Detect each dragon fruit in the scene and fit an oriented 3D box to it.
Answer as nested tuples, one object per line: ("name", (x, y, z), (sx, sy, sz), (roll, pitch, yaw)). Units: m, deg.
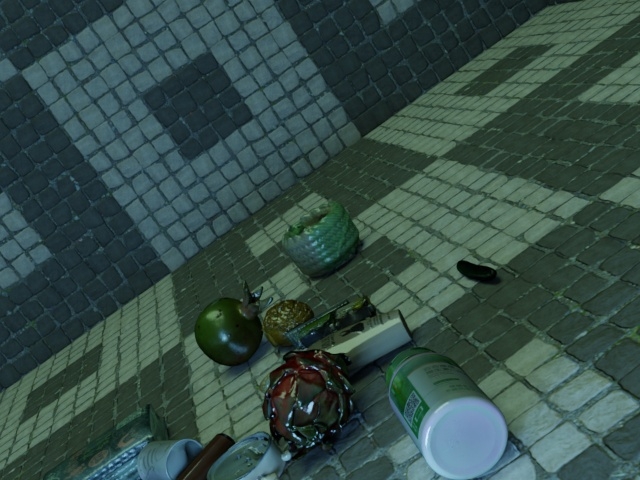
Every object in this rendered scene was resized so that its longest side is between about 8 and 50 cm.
("dragon fruit", (-0.021, 0.294, 1.644), (0.182, 0.182, 0.188), (-32, 14, 11))

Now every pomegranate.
("pomegranate", (-0.215, 0.210, 2.247), (0.224, 0.182, 0.181), (-50, 9, 23))

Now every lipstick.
("lipstick", (-0.292, 0.518, 1.735), (0.057, 0.057, 0.357), (-16, 22, 49))

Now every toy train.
("toy train", (0.039, 0.192, 2.033), (0.202, 0.060, 0.081), (-29, 10, 14))

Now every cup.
("cup", (-0.322, 0.478, 1.842), (0.133, 0.099, 0.136), (-15, 23, 49))

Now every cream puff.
("cream puff", (-0.081, 0.199, 2.179), (0.126, 0.103, 0.144), (-42, 23, -30))

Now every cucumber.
("cucumber", (0.327, 0.065, 1.869), (0.036, 0.033, 0.184), (-61, 18, -2))

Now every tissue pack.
("tissue pack", (-0.505, 0.530, 2.064), (0.316, 0.103, 0.228), (-35, 13, -5))

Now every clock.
("clock", (-0.142, 0.431, 1.676), (0.156, 0.063, 0.229), (-41, 18, -20))

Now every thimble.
("thimble", (0.000, 0.000, 2.529), (0.219, 0.150, 0.219), (-31, 16, 10))

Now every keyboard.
("keyboard", (0.003, 0.200, 2.093), (0.176, 0.055, 0.014), (-30, 27, 15))

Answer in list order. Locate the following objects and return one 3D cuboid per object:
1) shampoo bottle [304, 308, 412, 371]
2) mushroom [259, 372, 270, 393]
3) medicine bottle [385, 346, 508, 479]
("shampoo bottle", (0.058, 0.223, 1.820), (0.257, 0.078, 0.127), (-26, 24, 8))
("mushroom", (-0.050, 0.305, 1.897), (0.202, 0.054, 0.059), (-12, 33, 42))
("medicine bottle", (0.185, 0.258, 1.387), (0.133, 0.133, 0.274), (-35, 15, -2))
